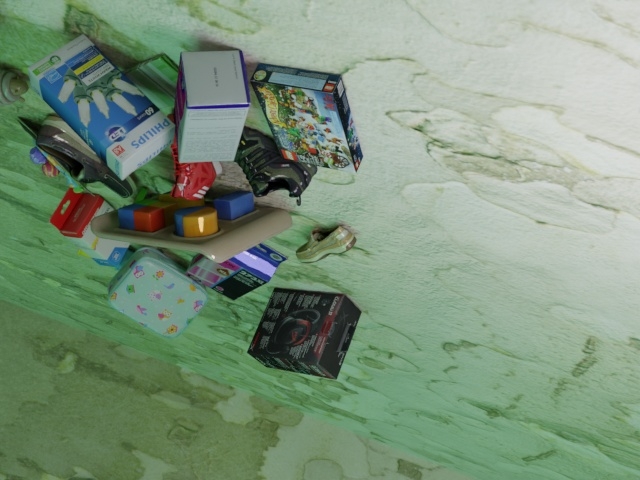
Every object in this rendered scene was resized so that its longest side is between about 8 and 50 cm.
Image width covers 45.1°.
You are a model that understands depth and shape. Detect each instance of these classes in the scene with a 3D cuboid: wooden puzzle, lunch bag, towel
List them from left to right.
[{"bbox_3d":[-0.314,-0.310,1.512,0.152,0.023,0.113,-7,144,44],"label":"towel"},{"bbox_3d":[-0.494,0.159,2.384,0.279,0.224,0.108,35,-172,-29],"label":"lunch bag"},{"bbox_3d":[-0.285,-0.059,1.741,0.348,0.322,0.080,12,112,26],"label":"wooden puzzle"}]

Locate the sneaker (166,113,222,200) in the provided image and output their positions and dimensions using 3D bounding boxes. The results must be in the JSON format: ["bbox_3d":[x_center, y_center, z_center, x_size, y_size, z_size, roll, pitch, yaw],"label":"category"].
[{"bbox_3d":[-0.284,-0.162,1.648,0.087,0.128,0.221,9,153,26],"label":"sneaker"}]

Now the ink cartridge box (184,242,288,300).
[{"bbox_3d":[-0.245,0.073,2.174,0.176,0.069,0.371,31,152,-16],"label":"ink cartridge box"}]

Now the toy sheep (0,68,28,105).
[{"bbox_3d":[-0.712,-0.339,1.712,0.132,0.091,0.091,-2,150,9],"label":"toy sheep"}]

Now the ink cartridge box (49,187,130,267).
[{"bbox_3d":[-0.643,-0.040,2.193,0.078,0.134,0.231,7,151,33],"label":"ink cartridge box"}]

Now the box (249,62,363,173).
[{"bbox_3d":[-0.020,-0.219,1.410,0.159,0.044,0.233,12,153,21],"label":"box"}]

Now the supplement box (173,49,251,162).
[{"bbox_3d":[-0.202,-0.238,1.406,0.114,0.111,0.220,-5,160,-15],"label":"supplement box"}]

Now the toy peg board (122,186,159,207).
[{"bbox_3d":[-0.437,-0.072,2.048,0.161,0.079,0.161,29,170,-11],"label":"toy peg board"}]

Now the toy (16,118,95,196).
[{"bbox_3d":[-0.685,-0.193,1.957,0.137,0.056,0.237,39,173,37],"label":"toy"}]

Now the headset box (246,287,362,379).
[{"bbox_3d":[-0.034,0.261,2.180,0.293,0.218,0.110,2,149,38],"label":"headset box"}]

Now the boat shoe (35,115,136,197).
[{"bbox_3d":[-0.578,-0.185,1.894,0.103,0.092,0.285,1,147,42],"label":"boat shoe"}]

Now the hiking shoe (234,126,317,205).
[{"bbox_3d":[-0.126,-0.150,1.555,0.227,0.114,0.086,19,155,8],"label":"hiking shoe"}]

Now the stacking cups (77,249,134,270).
[{"bbox_3d":[-0.600,0.065,2.441,0.316,0.096,0.096,24,156,-13],"label":"stacking cups"}]

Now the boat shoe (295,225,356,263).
[{"bbox_3d":[0.000,0.000,1.826,0.190,0.068,0.072,-20,120,43],"label":"boat shoe"}]

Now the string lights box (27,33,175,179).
[{"bbox_3d":[-0.414,-0.254,1.466,0.260,0.133,0.076,44,155,6],"label":"string lights box"}]
